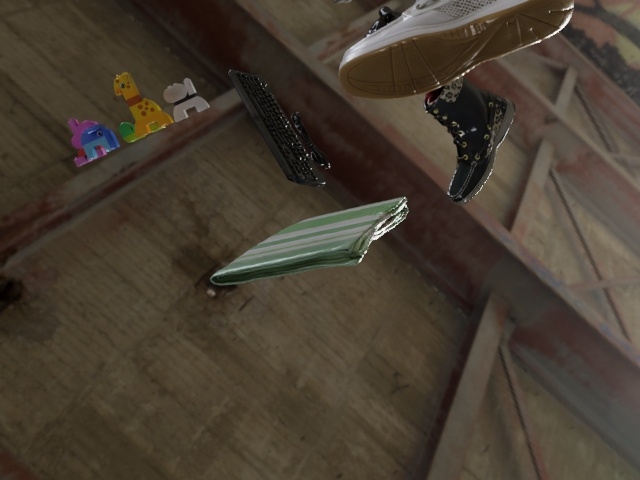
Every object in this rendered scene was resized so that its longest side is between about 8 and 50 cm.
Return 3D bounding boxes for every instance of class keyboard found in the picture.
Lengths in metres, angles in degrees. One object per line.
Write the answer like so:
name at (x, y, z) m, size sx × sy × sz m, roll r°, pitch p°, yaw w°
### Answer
keyboard at (-0.074, -0.245, 1.587) m, size 0.201 × 0.033 × 0.317 m, roll 5°, pitch -130°, yaw -55°

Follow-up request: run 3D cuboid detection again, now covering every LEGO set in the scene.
LEGO set at (-0.293, -0.196, 1.082) m, size 0.087 × 0.227 × 0.093 m, roll -98°, pitch -16°, yaw -78°

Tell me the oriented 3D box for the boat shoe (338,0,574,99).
boat shoe at (0.149, -0.253, 0.852) m, size 0.098 × 0.277 × 0.096 m, roll 60°, pitch -166°, yaw -60°

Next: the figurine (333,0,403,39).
figurine at (0.113, -0.432, 1.313) m, size 0.215 × 0.092 × 0.209 m, roll 48°, pitch 179°, yaw -23°

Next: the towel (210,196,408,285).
towel at (0.000, 0.000, 1.190) m, size 0.325 × 0.247 × 0.038 m, roll -39°, pitch -64°, yaw -64°

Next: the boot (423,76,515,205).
boot at (0.266, -0.207, 1.418) m, size 0.178 × 0.237 × 0.085 m, roll 26°, pitch 179°, yaw -25°
